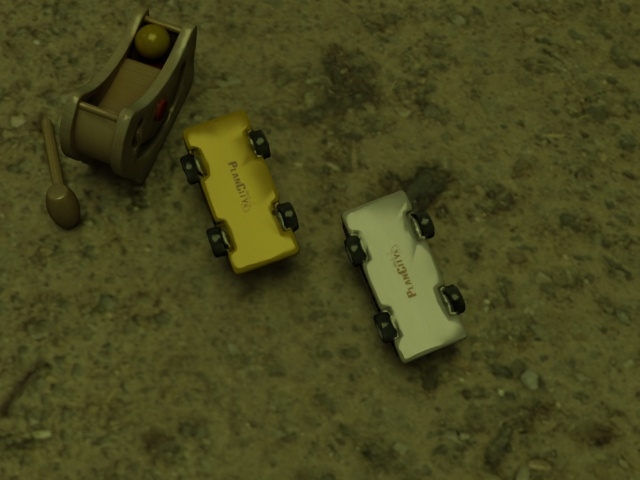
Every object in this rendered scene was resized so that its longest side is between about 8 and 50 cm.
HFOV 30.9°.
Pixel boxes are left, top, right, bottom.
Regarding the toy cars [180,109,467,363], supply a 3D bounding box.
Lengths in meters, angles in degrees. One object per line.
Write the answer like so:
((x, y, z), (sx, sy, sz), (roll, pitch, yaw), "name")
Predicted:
((0.000, 0.000, 1.327), (0.394, 0.087, 0.176), (27, 75, 7), "toy cars")

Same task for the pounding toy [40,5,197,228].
((-0.262, -0.159, 1.346), (0.155, 0.154, 0.269), (20, 69, 7), "pounding toy")
